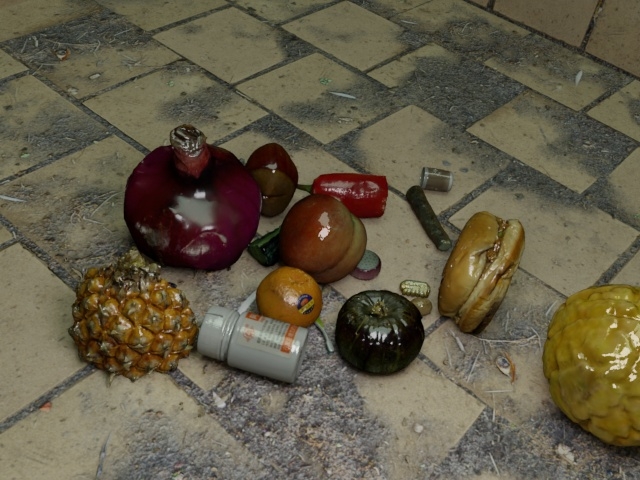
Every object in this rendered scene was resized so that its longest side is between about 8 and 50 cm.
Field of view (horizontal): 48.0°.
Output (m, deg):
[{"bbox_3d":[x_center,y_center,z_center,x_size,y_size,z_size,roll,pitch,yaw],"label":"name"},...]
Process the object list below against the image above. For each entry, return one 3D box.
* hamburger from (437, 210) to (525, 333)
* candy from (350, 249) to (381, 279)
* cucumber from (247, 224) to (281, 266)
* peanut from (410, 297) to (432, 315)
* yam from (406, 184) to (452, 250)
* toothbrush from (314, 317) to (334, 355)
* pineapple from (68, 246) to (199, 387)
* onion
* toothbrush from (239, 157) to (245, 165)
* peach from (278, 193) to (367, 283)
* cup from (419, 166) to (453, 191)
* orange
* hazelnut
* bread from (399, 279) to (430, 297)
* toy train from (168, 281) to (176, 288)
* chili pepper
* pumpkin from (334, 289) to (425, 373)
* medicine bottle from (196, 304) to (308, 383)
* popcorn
[{"bbox_3d":[0.424,0.085,1.929,0.174,0.284,0.304,23,48,13],"label":"hamburger"},{"bbox_3d":[0.125,0.069,2.070,0.103,0.043,0.103,5,43,-5],"label":"candy"},{"bbox_3d":[-0.135,0.014,2.057,0.086,0.115,0.193,57,41,-13],"label":"cucumber"},{"bbox_3d":[0.252,0.184,1.965,0.113,0.054,0.054,-6,44,-15],"label":"peanut"},{"bbox_3d":[0.337,-0.070,2.252,0.061,0.061,0.274,-6,46,-17],"label":"yam"},{"bbox_3d":[-0.013,0.199,1.916,0.022,0.026,0.263,-3,44,-23],"label":"toothbrush"},{"bbox_3d":[-0.463,0.178,1.667,0.344,0.286,0.209,10,42,2],"label":"pineapple"},{"bbox_3d":[-0.335,-0.150,1.948,0.398,0.420,0.398,10,43,-9],"label":"onion"},{"bbox_3d":[-0.304,-0.177,2.273,0.024,0.026,0.288,18,43,14],"label":"toothbrush"},{"bbox_3d":[0.000,0.000,1.974,0.252,0.252,0.252,5,42,-5],"label":"peach"},{"bbox_3d":[0.385,-0.199,2.402,0.099,0.102,0.074,8,81,-3],"label":"cup"},{"bbox_3d":[-0.081,0.154,1.858,0.177,0.155,0.178,11,48,-12],"label":"orange"},{"bbox_3d":[-0.159,-0.189,2.172,0.181,0.212,0.181,-21,49,-39],"label":"hazelnut"},{"bbox_3d":[0.266,0.137,2.029,0.087,0.034,0.049,5,57,1],"label":"bread"},{"bbox_3d":[-0.428,0.124,1.929,0.083,0.017,0.017,-8,46,-19],"label":"toy train"},{"bbox_3d":[0.034,-0.145,2.221,0.338,0.135,0.131,6,55,-6],"label":"chili pepper"},{"bbox_3d":[0.151,0.224,1.821,0.237,0.159,0.238,2,44,-2],"label":"pumpkin"},{"bbox_3d":[-0.164,0.250,1.750,0.252,0.145,0.145,13,42,5],"label":"medicine bottle"},{"bbox_3d":[0.713,0.285,1.720,0.354,0.344,0.390,-17,54,-34],"label":"popcorn"}]
